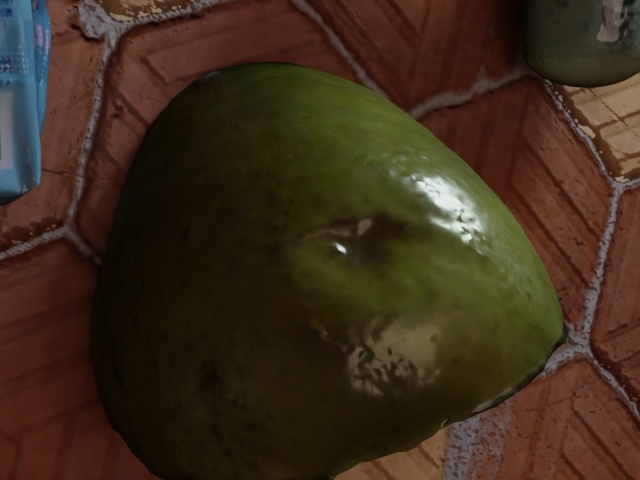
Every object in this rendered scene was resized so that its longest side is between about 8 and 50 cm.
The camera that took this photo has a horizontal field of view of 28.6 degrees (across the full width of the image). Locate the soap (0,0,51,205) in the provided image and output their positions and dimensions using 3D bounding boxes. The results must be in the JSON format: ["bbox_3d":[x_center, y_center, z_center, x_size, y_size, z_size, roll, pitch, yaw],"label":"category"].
[{"bbox_3d":[-0.280,-0.089,0.739,0.293,0.077,0.156,-8,103,-46],"label":"soap"}]

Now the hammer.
[{"bbox_3d":[0.136,-0.231,0.990,0.305,0.113,0.202,3,91,-25],"label":"hammer"}]

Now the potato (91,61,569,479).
[{"bbox_3d":[0.000,0.000,0.830,0.330,0.280,0.213,-32,112,-22],"label":"potato"}]
